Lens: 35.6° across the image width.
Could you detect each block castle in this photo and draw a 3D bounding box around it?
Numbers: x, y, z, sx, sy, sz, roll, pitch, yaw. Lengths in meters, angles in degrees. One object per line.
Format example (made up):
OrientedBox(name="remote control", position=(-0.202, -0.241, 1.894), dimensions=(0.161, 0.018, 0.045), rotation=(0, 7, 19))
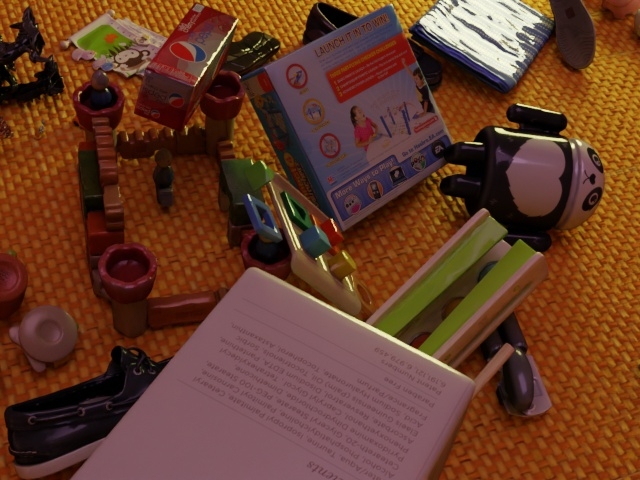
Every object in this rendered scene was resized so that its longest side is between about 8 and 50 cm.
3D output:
OrientedBox(name="block castle", position=(-0.234, -0.086, 1.610), dimensions=(0.303, 0.212, 0.453), rotation=(-7, 51, -14))

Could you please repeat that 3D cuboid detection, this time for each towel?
OrientedBox(name="towel", position=(0.349, -0.450, 2.094), dimensions=(0.243, 0.040, 0.336), rotation=(34, 47, 6))

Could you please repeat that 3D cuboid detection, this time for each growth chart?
OrientedBox(name="growth chart", position=(-0.377, -0.380, 1.971), dimensions=(0.237, 0.021, 0.172), rotation=(24, 51, 12))

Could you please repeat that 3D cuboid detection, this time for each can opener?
OrientedBox(name="can opener", position=(0.293, 0.155, 1.570), dimensions=(0.074, 0.093, 0.280), rotation=(-4, 45, -12))

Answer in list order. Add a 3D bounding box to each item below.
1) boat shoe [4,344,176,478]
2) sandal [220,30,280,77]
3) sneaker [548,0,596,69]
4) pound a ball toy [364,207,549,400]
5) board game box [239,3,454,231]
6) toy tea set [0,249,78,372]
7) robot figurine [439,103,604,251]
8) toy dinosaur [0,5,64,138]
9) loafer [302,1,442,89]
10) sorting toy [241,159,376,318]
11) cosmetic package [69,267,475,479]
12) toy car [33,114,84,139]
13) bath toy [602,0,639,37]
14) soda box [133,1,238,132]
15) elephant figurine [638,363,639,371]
OrientedBox(name="boat shoe", position=(-0.279, 0.205, 1.393), dimensions=(0.340, 0.113, 0.127), rotation=(-23, 15, -19))
OrientedBox(name="sandal", position=(-0.160, -0.357, 1.965), dimensions=(0.090, 0.060, 0.219), rotation=(34, 38, 12))
OrientedBox(name="sneaker", position=(0.554, -0.461, 2.151), dimensions=(0.083, 0.118, 0.221), rotation=(-17, 73, 25))
OrientedBox(name="pound a ball toy", position=(0.217, 0.141, 1.500), dimensions=(0.319, 0.135, 0.208), rotation=(-45, 62, -5))
OrientedBox(name="board game box", position=(0.058, -0.211, 1.729), dimensions=(0.308, 0.086, 0.301), rotation=(-33, 103, -31))
OrientedBox(name="toy tea set", position=(-0.533, 0.153, 1.448), dimensions=(0.336, 0.124, 0.200), rotation=(-29, 88, -33))
OrientedBox(name="robot figurine", position=(0.355, -0.109, 1.743), dimensions=(0.278, 0.209, 0.173), rotation=(8, 38, -6))
OrientedBox(name="toy dinosaur", position=(-0.591, -0.296, 1.813), dimensions=(0.219, 0.164, 0.321), rotation=(-21, 73, -7))
OrientedBox(name="loafer", position=(0.107, -0.391, 2.005), dimensions=(0.303, 0.095, 0.109), rotation=(22, 48, 10))
OrientedBox(name="sorting toy", position=(0.000, 0.000, 1.517), dimensions=(0.047, 0.348, 0.196), rotation=(-32, 47, 17))
OrientedBox(name="cosmetic package", position=(-0.063, 0.317, 1.208), dimensions=(0.328, 0.329, 0.393), rotation=(27, 50, 14))
OrientedBox(name="toy car", position=(-0.451, -0.208, 1.796), dimensions=(0.122, 0.040, 0.060), rotation=(-29, 59, -30))
OrientedBox(name="bath toy", position=(0.665, -0.573, 2.230), dimensions=(0.151, 0.129, 0.348), rotation=(-24, 58, -27))
OrientedBox(name="soda box", position=(-0.215, -0.286, 1.622), dimensions=(0.084, 0.092, 0.263), rotation=(22, 37, -2))
OrientedBox(name="elephant figurine", position=(0.665, 0.191, 1.562), dimensions=(0.186, 0.169, 0.239), rotation=(2, 25, -46))
